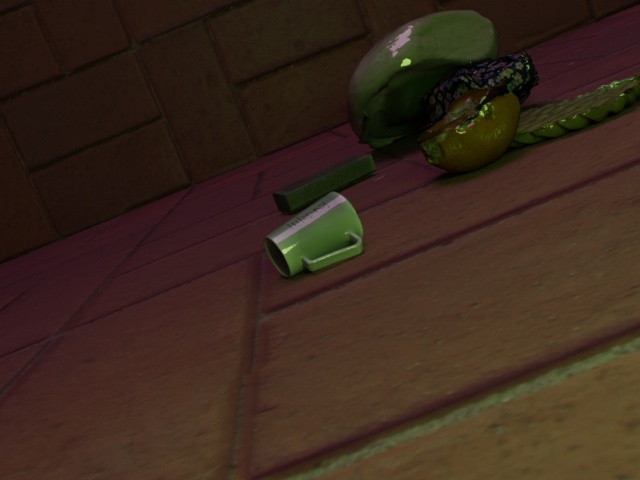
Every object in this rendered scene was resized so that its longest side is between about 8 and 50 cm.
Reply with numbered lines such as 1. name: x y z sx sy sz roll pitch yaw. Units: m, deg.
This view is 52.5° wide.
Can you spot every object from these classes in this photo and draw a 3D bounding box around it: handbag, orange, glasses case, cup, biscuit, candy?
1. handbag: 0.342 -0.310 1.365 0.208 0.127 0.228 -20 4 -13
2. orange: 0.232 -0.165 0.989 0.170 0.112 0.160 -43 6 45
3. glasses case: 0.010 -0.114 1.298 0.205 0.047 0.071 -27 18 -21
4. cup: 0.000 0.000 0.815 0.116 0.074 0.104 -31 44 -22
5. biscuit: 0.377 -0.196 1.039 0.273 0.036 0.187 -13 16 35
6. candy: 0.222 -0.377 1.542 0.386 0.186 0.427 -23 -16 -13
